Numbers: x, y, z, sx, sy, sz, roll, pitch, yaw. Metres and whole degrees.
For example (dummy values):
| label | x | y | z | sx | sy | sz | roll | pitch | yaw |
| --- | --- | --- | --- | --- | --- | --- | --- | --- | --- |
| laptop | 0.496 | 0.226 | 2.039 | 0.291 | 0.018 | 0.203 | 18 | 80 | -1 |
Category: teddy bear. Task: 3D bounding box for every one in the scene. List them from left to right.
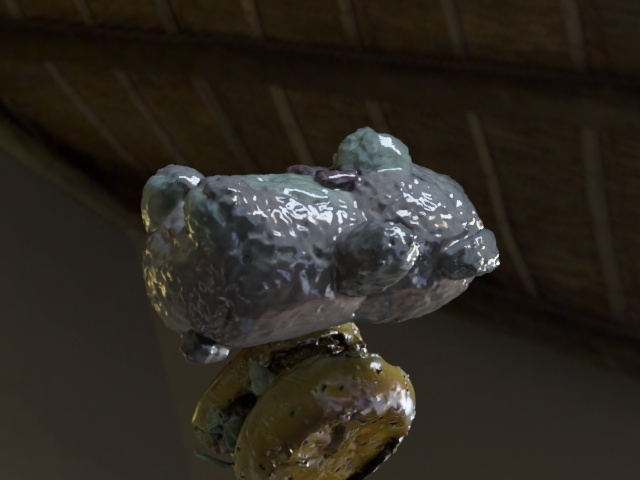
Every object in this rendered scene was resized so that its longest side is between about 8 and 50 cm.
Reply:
| label | x | y | z | sx | sy | sz | roll | pitch | yaw |
| --- | --- | --- | --- | --- | --- | --- | --- | --- | --- |
| teddy bear | -0.001 | 0.001 | 1.265 | 0.267 | 0.236 | 0.151 | -14 | -74 | -24 |

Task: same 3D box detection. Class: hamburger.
| label | x | y | z | sx | sy | sz | roll | pitch | yaw |
| --- | --- | --- | --- | --- | --- | --- | --- | --- | --- |
| hamburger | -0.018 | 0.152 | 1.381 | 0.185 | 0.113 | 0.177 | -22 | -28 | -29 |
